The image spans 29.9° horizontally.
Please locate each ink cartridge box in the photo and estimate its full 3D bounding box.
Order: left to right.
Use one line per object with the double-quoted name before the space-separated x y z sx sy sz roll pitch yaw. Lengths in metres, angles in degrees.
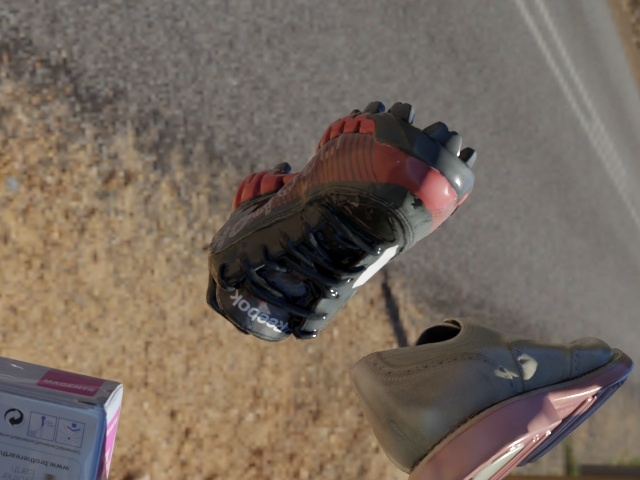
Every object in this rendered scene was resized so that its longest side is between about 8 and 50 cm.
"ink cartridge box" -0.251 0.226 0.810 0.065 0.185 0.311 -67 169 -78

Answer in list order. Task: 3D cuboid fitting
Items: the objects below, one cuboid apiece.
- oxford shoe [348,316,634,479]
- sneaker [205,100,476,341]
"oxford shoe" 0.166 0.119 1.072 0.146 0.140 0.397 49 23 19
"sneaker" 0.000 0.000 0.782 0.097 0.276 0.135 37 64 -16
